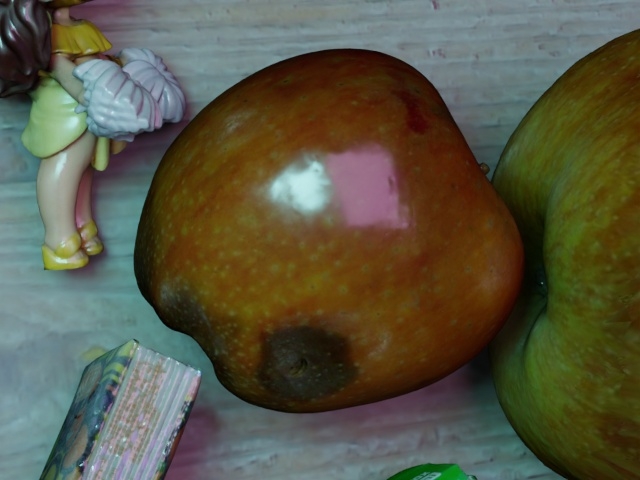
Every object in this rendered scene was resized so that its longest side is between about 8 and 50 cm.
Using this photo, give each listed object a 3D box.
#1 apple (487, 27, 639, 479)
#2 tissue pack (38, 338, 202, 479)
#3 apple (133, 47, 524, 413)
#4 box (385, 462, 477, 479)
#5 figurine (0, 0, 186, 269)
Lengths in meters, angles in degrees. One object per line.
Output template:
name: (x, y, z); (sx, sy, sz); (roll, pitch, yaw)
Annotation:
apple: (0.220, 0.026, 1.226); (0.250, 0.277, 0.309); (-24, 79, -10)
tissue pack: (-0.128, 0.139, 1.142); (0.060, 0.108, 0.148); (27, 70, -14)
apple: (0.000, 0.000, 1.164); (0.230, 0.230, 0.230); (5, 78, -22)
box: (0.060, 0.281, 1.198); (0.180, 0.103, 0.250); (-27, 91, -25)
figurine: (-0.155, -0.107, 1.166); (0.116, 0.175, 0.240); (-16, 100, 5)
